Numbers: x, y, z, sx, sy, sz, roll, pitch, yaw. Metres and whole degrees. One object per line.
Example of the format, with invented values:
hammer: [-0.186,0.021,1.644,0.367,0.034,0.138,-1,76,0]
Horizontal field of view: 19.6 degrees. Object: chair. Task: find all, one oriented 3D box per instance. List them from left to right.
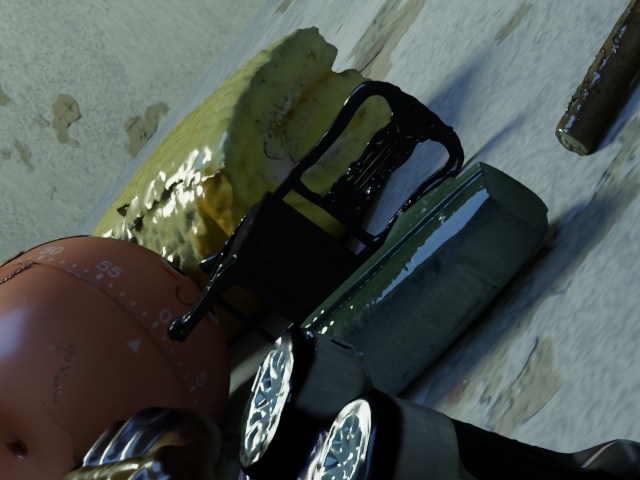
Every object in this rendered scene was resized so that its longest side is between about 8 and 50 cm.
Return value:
chair: [0.000,0.000,1.379,0.229,0.106,0.113,-48,12,31]

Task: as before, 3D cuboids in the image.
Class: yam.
yam: [0.192,-0.119,1.161,0.145,0.032,0.032,-58,13,-13]

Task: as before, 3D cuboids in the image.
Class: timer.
timer: [-0.190,0.111,1.490,0.229,0.229,0.215,-43,4,41]

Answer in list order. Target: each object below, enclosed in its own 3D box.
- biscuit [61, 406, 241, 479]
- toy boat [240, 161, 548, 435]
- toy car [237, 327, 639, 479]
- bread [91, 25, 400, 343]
biscuit: [-0.139,0.234,1.244,0.268,0.115,0.366,-58,14,-15]
toy boat: [0.037,0.050,1.162,0.260,0.078,0.085,-47,31,25]
toy car: [0.051,0.140,0.705,0.235,0.172,0.158,-148,78,-76]
bread: [-0.104,-0.005,1.657,0.375,0.165,0.236,-41,13,48]
